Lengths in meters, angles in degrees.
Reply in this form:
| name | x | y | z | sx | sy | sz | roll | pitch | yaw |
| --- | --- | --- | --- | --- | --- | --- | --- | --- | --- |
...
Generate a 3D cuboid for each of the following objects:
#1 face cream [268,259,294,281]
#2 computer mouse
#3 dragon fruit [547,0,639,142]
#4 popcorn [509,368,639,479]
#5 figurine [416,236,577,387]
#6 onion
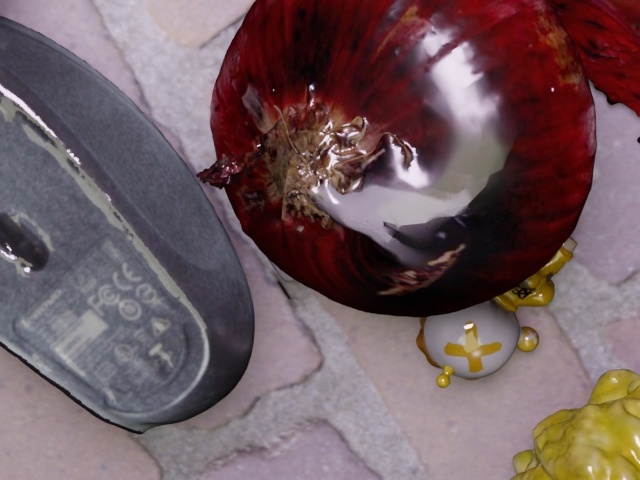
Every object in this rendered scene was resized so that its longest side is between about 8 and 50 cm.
| name | x | y | z | sx | sy | sz | roll | pitch | yaw |
| --- | --- | --- | --- | --- | --- | --- | --- | --- | --- |
| face cream | 0.000 | 0.000 | 1.141 | 0.083 | 0.021 | 0.040 | -27 | 115 | 16 |
| computer mouse | -0.203 | -0.018 | 1.090 | 0.203 | 0.114 | 0.374 | -39 | 102 | 23 |
| dragon fruit | 0.202 | -0.230 | 0.969 | 0.343 | 0.100 | 0.282 | 33 | 111 | -15 |
| popcorn | 0.233 | 0.219 | 1.146 | 0.181 | 0.235 | 0.216 | 1 | 137 | -11 |
| figurine | 0.138 | 0.049 | 1.138 | 0.143 | 0.068 | 0.101 | -27 | 109 | 2 |
| onion | 0.071 | -0.081 | 1.006 | 0.273 | 0.285 | 0.273 | 14 | 111 | 40 |
